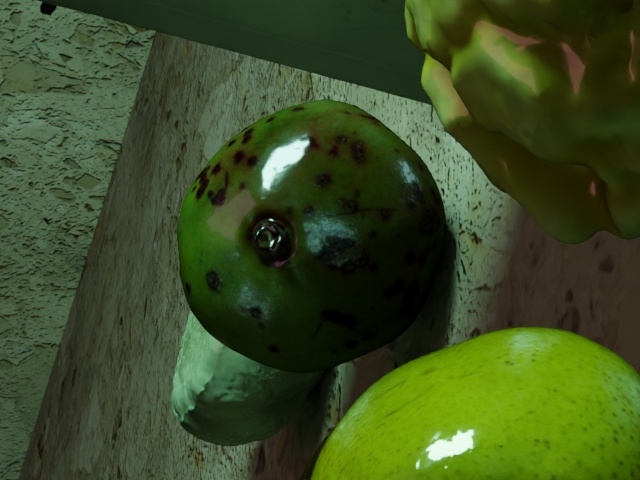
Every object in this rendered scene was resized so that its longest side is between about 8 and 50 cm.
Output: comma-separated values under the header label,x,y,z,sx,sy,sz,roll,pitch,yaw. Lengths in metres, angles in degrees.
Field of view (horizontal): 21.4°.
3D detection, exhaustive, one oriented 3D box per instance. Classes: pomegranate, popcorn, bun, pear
label,x,y,z,sx,sy,sz,roll,pitch,yaw
pomegranate,0.000,0.000,1.248,0.248,0.202,0.202,-6,-69,-76
popcorn,0.145,-0.111,0.619,0.225,0.249,0.249,44,120,58
bun,-0.052,0.088,1.460,0.195,0.118,0.195,-160,90,-75
pear,0.085,0.137,0.771,0.198,0.198,0.198,-167,90,-76

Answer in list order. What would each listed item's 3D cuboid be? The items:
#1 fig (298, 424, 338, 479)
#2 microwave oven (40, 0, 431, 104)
label,x,y,z,sx,sy,sz,roll,pitch,yaw
fig,-0.006,0.218,1.293,0.166,0.093,0.093,-50,-12,-51
microwave oven,0.042,-0.241,0.914,0.286,0.355,0.218,124,155,-56
